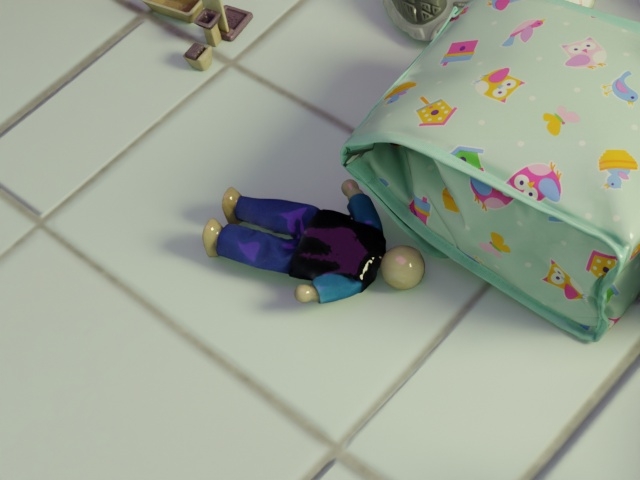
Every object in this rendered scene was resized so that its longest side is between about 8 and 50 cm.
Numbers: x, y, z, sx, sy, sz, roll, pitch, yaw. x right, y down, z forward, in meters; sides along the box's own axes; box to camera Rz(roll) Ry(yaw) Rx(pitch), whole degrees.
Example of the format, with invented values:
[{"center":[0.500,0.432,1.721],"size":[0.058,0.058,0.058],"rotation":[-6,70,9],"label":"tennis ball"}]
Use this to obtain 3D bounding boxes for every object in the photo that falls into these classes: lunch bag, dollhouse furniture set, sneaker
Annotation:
[{"center":[0.175,-0.081,1.077],"size":[0.262,0.160,0.223],"rotation":[29,63,23],"label":"lunch bag"},{"center":[-0.144,-0.238,1.313],"size":[0.114,0.081,0.091],"rotation":[22,59,26],"label":"dollhouse furniture set"},{"center":[0.159,-0.232,1.259],"size":[0.115,0.090,0.232],"rotation":[-15,28,-43],"label":"sneaker"}]

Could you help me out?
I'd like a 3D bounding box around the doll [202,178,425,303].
[{"center":[0.000,0.000,1.119],"size":[0.189,0.046,0.129],"rotation":[16,58,23],"label":"doll"}]
